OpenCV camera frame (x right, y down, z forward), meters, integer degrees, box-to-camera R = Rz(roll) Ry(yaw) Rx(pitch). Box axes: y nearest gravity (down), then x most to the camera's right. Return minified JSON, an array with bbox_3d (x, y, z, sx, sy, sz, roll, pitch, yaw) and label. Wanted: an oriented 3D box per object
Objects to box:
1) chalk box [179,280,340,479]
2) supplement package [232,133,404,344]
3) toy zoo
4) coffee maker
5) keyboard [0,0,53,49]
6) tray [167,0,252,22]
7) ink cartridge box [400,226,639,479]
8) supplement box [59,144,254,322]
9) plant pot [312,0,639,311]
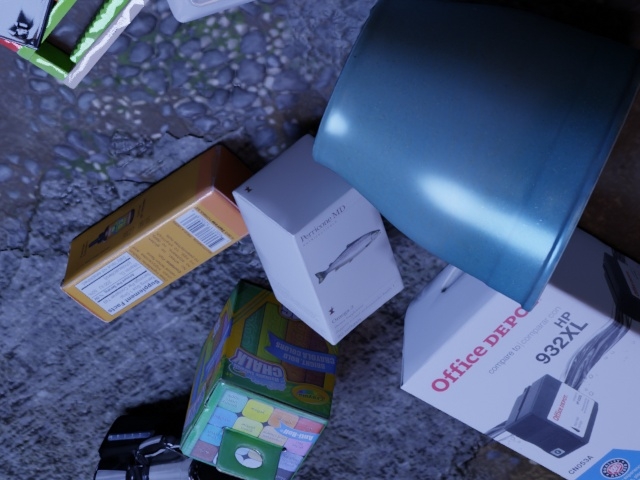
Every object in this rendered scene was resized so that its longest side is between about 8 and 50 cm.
[{"bbox_3d":[-0.067,0.175,2.008,0.132,0.213,0.132,21,129,-12],"label":"chalk box"},{"bbox_3d":[0.000,0.000,1.885,0.105,0.105,0.179,-38,139,-16],"label":"supplement package"},{"bbox_3d":[-0.309,-0.289,1.762,0.293,0.030,0.192,32,126,-19],"label":"toy zoo"},{"bbox_3d":[-0.157,0.252,2.141,0.178,0.171,0.120,-8,109,40],"label":"coffee maker"},{"bbox_3d":[-0.354,-0.237,1.777,0.180,0.023,0.108,18,124,-7],"label":"keyboard"},{"bbox_3d":[-0.034,-0.294,1.708,0.270,0.030,0.145,-16,128,10],"label":"tray"},{"bbox_3d":[0.273,0.125,1.985,0.307,0.129,0.223,30,127,-18],"label":"ink cartridge box"},{"bbox_3d":[-0.171,-0.005,1.958,0.233,0.078,0.080,-29,124,27],"label":"supplement box"},{"bbox_3d":[0.140,-0.106,1.733,0.255,0.271,0.271,24,130,4],"label":"plant pot"}]
